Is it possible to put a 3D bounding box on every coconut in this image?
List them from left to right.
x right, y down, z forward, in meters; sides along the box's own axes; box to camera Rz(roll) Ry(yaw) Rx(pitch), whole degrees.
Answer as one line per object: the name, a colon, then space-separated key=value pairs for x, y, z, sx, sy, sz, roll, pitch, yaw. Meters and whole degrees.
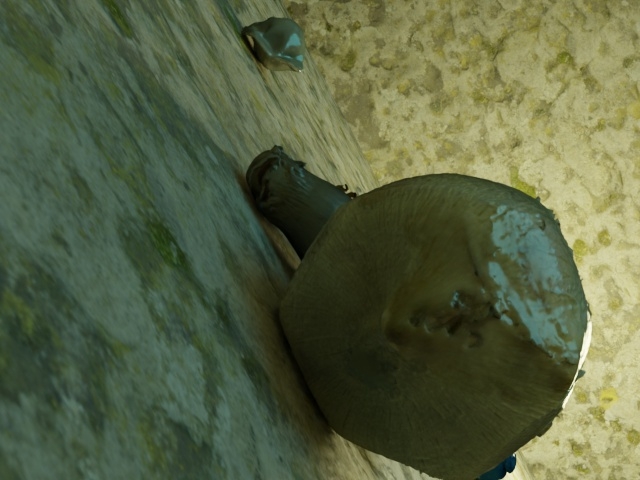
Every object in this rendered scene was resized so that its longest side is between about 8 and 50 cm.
coconut: x=0.135 y=0.093 z=0.931 sx=0.346 sy=0.346 sz=0.360 roll=63 pitch=25 yaw=2

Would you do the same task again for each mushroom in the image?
mushroom: x=0.031 y=0.028 z=1.186 sx=0.177 sy=0.126 sz=0.397 roll=31 pitch=-22 yaw=52

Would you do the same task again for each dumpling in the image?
dumpling: x=-0.114 y=-0.462 z=1.891 sx=0.151 sy=0.124 sz=0.229 roll=15 pitch=27 yaw=-25

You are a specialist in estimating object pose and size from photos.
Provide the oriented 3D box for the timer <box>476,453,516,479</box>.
timer: x=0.385 y=0.396 z=1.921 sx=0.340 sy=0.115 sz=0.308 roll=26 pitch=52 yaw=-74

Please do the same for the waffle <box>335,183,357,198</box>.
waffle: x=0.089 y=0.013 z=1.720 sx=0.302 sy=0.068 sz=0.325 roll=61 pitch=8 yaw=-7
